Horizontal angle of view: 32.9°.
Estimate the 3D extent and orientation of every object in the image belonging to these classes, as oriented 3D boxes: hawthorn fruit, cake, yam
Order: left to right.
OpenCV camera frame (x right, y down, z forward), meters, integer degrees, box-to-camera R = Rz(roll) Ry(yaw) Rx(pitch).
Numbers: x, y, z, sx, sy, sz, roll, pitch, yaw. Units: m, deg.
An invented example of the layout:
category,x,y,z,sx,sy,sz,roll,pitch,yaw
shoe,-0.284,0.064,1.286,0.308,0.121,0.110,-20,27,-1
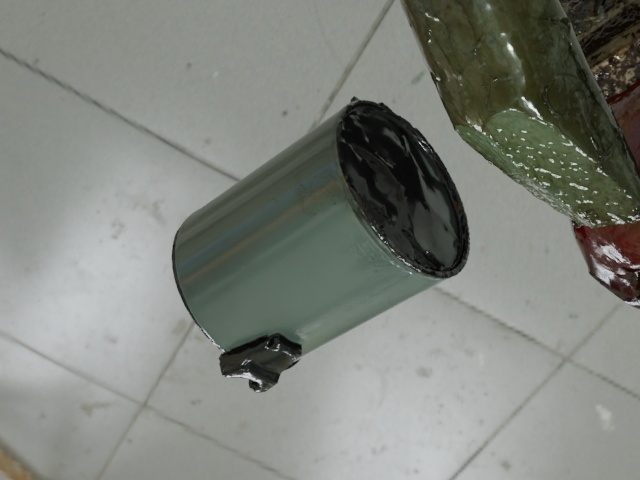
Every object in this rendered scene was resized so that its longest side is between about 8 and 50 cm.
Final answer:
category,x,y,z,sx,sy,sz,roll,pitch,yaw
yam,0.133,-0.110,0.740,0.106,0.106,0.259,-21,104,25
cake,0.361,-0.253,1.356,0.246,0.112,0.135,-8,130,12
hawthorn fruit,0.285,-0.035,0.888,0.185,0.202,0.185,21,158,9

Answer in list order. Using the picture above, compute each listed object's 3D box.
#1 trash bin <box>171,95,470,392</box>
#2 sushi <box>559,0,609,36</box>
category,x,y,z,sx,sy,sz,roll,pitch,yaw
trash bin,0.000,0.000,1.219,0.262,0.277,0.217,-31,136,33
sushi,0.268,-0.376,1.231,0.182,0.196,0.343,-13,143,-27
